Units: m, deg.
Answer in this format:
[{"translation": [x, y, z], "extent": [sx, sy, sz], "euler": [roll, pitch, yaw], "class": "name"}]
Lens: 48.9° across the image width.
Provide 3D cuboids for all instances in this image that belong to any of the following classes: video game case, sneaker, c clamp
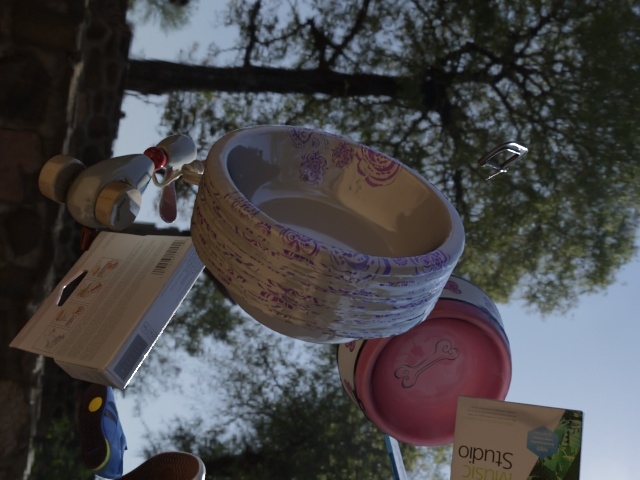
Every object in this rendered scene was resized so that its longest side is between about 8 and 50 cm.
[{"translation": [0.187, 0.549, 1.663], "extent": [0.119, 0.015, 0.166], "euler": [57, 18, -61], "class": "video game case"}, {"translation": [-0.421, 0.370, 1.378], "extent": [0.069, 0.082, 0.209], "euler": [-29, -134, 8], "class": "sneaker"}, {"translation": [-0.344, 0.533, 1.497], "extent": [0.290, 0.123, 0.105], "euler": [-24, -139, 21], "class": "sneaker"}, {"translation": [0.432, -0.191, 1.699], "extent": [0.137, 0.161, 0.022], "euler": [-30, -113, 27], "class": "c clamp"}]

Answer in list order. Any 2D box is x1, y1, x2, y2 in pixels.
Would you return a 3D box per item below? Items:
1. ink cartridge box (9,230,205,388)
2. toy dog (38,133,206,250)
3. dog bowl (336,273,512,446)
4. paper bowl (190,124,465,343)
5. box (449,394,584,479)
[{"translation": [-0.383, 0.113, 1.292], "extent": [0.261, 0.066, 0.296], "euler": [4, -131, 34], "class": "ink cartridge box"}, {"translation": [-0.349, -0.084, 1.299], "extent": [0.220, 0.334, 0.161], "euler": [40, -54, 32], "class": "toy dog"}, {"translation": [0.248, 0.284, 1.596], "extent": [0.150, 0.408, 0.407], "euler": [-111, -147, -70], "class": "dog bowl"}, {"translation": [0.000, 0.000, 0.771], "extent": [0.284, 0.284, 0.148], "euler": [-115, -142, -49], "class": "paper bowl"}, {"translation": [0.355, 0.461, 1.297], "extent": [0.232, 0.058, 0.321], "euler": [1, -104, 26], "class": "box"}]
